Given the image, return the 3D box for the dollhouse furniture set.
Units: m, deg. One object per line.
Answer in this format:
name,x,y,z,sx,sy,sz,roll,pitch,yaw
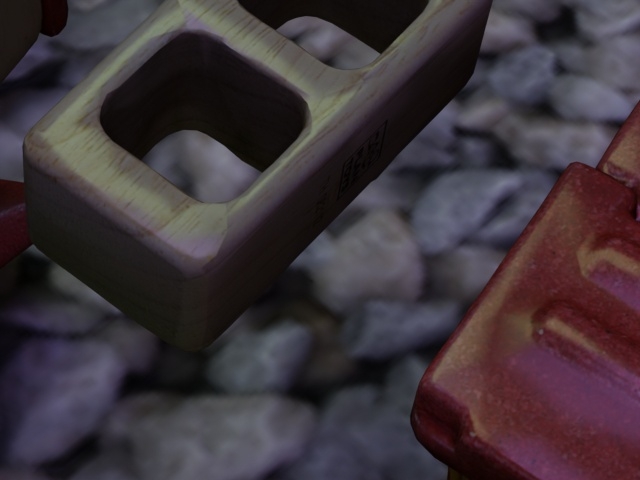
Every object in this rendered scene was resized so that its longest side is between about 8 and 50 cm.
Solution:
dollhouse furniture set,0.000,0.000,0.503,0.374,0.201,0.152,33,60,18
